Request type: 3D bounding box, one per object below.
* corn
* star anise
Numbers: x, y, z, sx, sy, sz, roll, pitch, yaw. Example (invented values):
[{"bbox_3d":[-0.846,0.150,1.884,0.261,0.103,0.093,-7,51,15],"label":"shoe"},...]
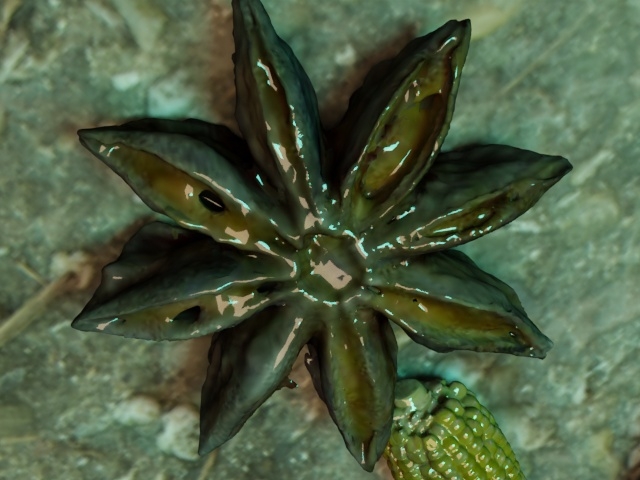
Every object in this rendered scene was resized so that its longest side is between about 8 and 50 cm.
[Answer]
[{"bbox_3d":[0.131,0.215,0.763,0.087,0.086,0.288,-29,115,8],"label":"corn"},{"bbox_3d":[-0.002,-0.002,0.644,0.332,0.117,0.331,-2,105,-7],"label":"star anise"}]
